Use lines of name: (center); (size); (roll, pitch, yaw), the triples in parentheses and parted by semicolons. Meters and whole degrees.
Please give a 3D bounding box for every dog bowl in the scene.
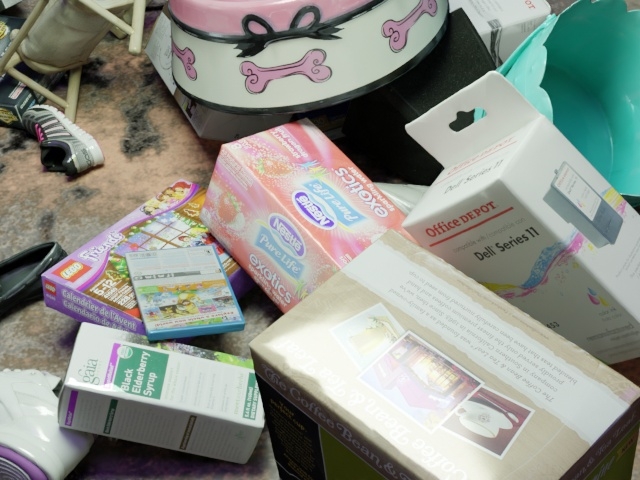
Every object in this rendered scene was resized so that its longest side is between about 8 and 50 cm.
dog bowl: (-0.031, -0.348, 1.662); (0.408, 0.150, 0.408); (-9, 38, 7)

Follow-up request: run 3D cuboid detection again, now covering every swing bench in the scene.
swing bench: (-0.361, -0.358, 1.875); (0.165, 0.253, 0.254); (34, 50, -18)

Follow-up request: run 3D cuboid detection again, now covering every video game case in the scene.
video game case: (-0.172, 0.062, 1.493); (0.119, 0.015, 0.166); (-4, 36, -18)

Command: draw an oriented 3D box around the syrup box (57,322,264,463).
syrup box: (-0.187, 0.184, 1.433); (0.237, 0.096, 0.093); (14, 48, -9)

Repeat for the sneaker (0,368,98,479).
sneaker: (-0.414, 0.215, 1.500); (0.305, 0.114, 0.152); (24, 41, 22)

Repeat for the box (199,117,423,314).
box: (0.000, 0.000, 1.530); (0.154, 0.142, 0.300); (-22, 58, -37)

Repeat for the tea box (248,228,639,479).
tea box: (0.128, 0.225, 1.245); (0.220, 0.323, 0.329); (-39, 54, -25)

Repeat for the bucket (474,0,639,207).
bucket: (0.350, -0.162, 1.587); (0.281, 0.183, 0.281); (7, 72, -25)

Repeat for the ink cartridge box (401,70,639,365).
ink cartridge box: (0.243, -0.009, 1.403); (0.353, 0.207, 0.119); (44, 59, -10)

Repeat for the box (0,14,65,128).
box: (-0.523, -0.285, 1.991); (0.175, 0.051, 0.220); (10, 50, 18)

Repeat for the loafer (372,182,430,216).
loafer: (0.144, -0.019, 1.629); (0.320, 0.112, 0.111); (13, 15, 20)

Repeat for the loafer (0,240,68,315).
loafer: (-0.452, 0.064, 1.643); (0.223, 0.078, 0.076); (-26, 49, -15)

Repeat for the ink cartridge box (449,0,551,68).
ink cartridge box: (0.236, -0.344, 1.905); (0.220, 0.092, 0.160); (-17, 48, -8)

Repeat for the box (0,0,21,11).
box: (-0.625, -0.416, 2.097); (0.191, 0.045, 0.184); (-32, 34, -19)

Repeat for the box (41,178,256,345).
box: (-0.198, 0.030, 1.604); (0.201, 0.057, 0.293); (21, 39, 25)

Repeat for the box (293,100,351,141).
box: (0.008, -0.244, 1.888); (0.136, 0.036, 0.225); (-18, 47, -9)

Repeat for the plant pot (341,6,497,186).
plant pot: (0.166, -0.185, 1.710); (0.187, 0.188, 0.167); (-34, 74, -22)

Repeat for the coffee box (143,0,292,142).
coffee box: (-0.156, -0.258, 1.844); (0.141, 0.098, 0.246); (5, 36, -39)

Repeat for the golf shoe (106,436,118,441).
golf shoe: (-0.231, 0.179, 1.529); (0.086, 0.069, 0.176); (5, 52, -10)

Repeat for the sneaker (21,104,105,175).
sneaker: (-0.414, -0.152, 1.845); (0.170, 0.063, 0.075); (33, 53, 26)
